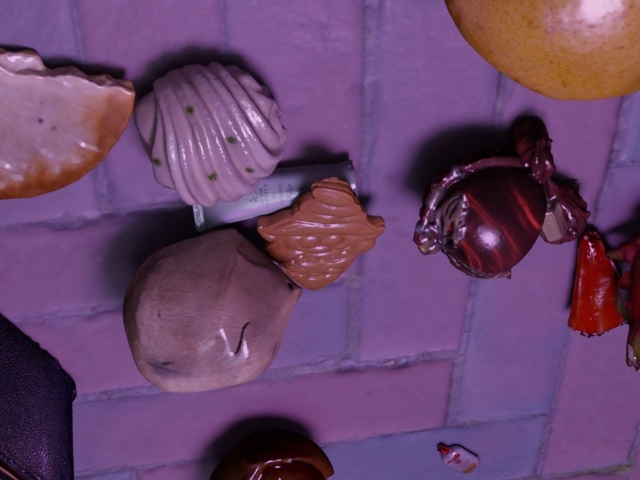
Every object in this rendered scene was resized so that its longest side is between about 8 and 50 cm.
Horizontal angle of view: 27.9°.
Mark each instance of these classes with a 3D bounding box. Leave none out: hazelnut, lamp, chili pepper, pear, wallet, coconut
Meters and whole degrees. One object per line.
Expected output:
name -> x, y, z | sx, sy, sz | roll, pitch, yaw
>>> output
hazelnut -> -0.077, 0.367, 1.897 | 0.170, 0.160, 0.201 | -18, 155, -45
lamp -> 0.226, -0.031, 1.613 | 0.223, 0.151, 0.215 | -23, 137, 6
chili pepper -> 0.380, 0.050, 1.790 | 0.088, 0.065, 0.168 | -25, 130, -12
pear -> 0.257, -0.294, 1.276 | 0.315, 0.314, 0.314 | -7, 133, -7
wallet -> -0.398, 0.217, 1.652 | 0.071, 0.220, 0.262 | -20, 134, 12
coconut -> -0.130, 0.088, 1.602 | 0.224, 0.224, 0.224 | -7, 133, -7

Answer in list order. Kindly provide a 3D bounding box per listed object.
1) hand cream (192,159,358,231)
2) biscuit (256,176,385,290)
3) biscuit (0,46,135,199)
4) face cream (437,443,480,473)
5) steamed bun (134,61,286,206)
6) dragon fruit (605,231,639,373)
hand cream -> -0.057, -0.060, 1.589 | 0.205, 0.050, 0.078 | -8, 110, -3
biscuit -> 0.000, 0.000, 1.629 | 0.163, 0.035, 0.250 | -2, 150, -5
biscuit -> -0.378, -0.133, 1.452 | 0.309, 0.040, 0.204 | 9, 129, -20
face cream -> 0.216, 0.344, 2.047 | 0.040, 0.021, 0.083 | -40, 128, 22
steamed bun -> -0.123, -0.116, 1.481 | 0.183, 0.106, 0.182 | -6, 133, -6
dragon fruit -> 0.518, 0.070, 1.686 | 0.237, 0.302, 0.231 | 47, 147, -13
